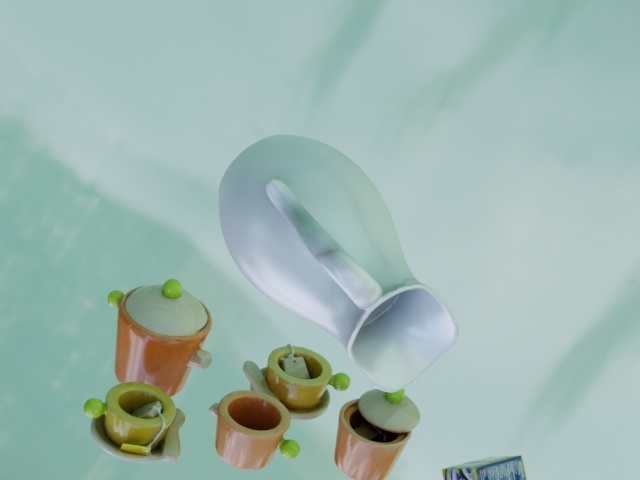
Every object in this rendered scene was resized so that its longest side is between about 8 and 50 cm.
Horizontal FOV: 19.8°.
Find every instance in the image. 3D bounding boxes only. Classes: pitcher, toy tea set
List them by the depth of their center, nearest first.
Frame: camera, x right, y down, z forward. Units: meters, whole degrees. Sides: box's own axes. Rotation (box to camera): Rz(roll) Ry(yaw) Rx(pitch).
[{"bbox_3d":[0.000,0.000,1.407,0.207,0.125,0.178,50,177,33],"label":"pitcher"},{"bbox_3d":[-0.065,0.133,1.822,0.336,0.200,0.124,9,121,-13],"label":"toy tea set"}]

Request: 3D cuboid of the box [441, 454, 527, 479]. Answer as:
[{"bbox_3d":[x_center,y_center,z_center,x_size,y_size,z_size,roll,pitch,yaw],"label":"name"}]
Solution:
[{"bbox_3d":[0.159,0.276,1.604,0.054,0.169,0.059,-10,177,-28],"label":"box"}]
